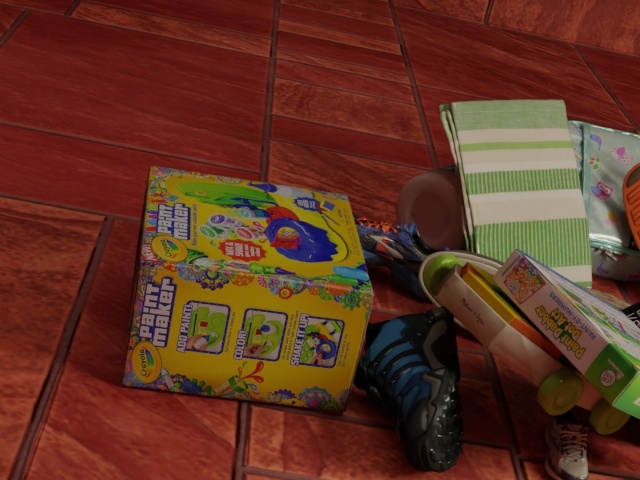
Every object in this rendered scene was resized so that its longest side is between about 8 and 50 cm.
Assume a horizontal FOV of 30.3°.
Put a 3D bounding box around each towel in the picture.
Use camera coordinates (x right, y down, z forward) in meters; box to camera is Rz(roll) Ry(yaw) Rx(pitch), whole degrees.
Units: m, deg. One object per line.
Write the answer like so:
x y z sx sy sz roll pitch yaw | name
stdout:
0.315 -0.064 1.871 0.248 0.325 0.038 -4 -11 -29 | towel

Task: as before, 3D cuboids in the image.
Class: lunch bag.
0.482 -0.069 2.034 0.224 0.108 0.279 15 54 -8 | lunch bag

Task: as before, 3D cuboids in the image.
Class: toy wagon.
0.286 0.135 1.506 0.344 0.068 0.267 25 17 -43 | toy wagon

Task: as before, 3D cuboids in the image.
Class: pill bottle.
0.256 -0.061 1.980 0.146 0.146 0.264 30 30 32 | pill bottle

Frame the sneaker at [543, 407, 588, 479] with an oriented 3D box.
0.302 0.249 1.448 0.052 0.058 0.135 11 25 -5 | sneaker

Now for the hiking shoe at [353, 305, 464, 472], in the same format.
0.106 0.189 1.453 0.132 0.113 0.304 -7 22 9 | hiking shoe

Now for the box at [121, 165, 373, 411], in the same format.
-0.100 0.056 1.516 0.279 0.177 0.290 8 25 -10 | box

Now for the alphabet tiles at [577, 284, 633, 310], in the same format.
0.514 0.125 1.795 0.237 0.009 0.198 27 6 28 | alphabet tiles

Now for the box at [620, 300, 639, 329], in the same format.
0.468 0.161 1.560 0.147 0.077 0.180 -27 42 9 | box

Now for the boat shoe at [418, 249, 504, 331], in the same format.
0.301 0.102 1.722 0.335 0.112 0.095 21 7 4 | boat shoe

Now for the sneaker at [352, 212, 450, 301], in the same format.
0.108 0.000 1.798 0.221 0.087 0.083 31 21 4 | sneaker

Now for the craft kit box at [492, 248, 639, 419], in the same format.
0.355 0.134 1.414 0.250 0.061 0.246 27 14 -39 | craft kit box

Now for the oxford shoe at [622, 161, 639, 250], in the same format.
0.614 0.030 1.911 0.133 0.130 0.364 8 49 -60 | oxford shoe
